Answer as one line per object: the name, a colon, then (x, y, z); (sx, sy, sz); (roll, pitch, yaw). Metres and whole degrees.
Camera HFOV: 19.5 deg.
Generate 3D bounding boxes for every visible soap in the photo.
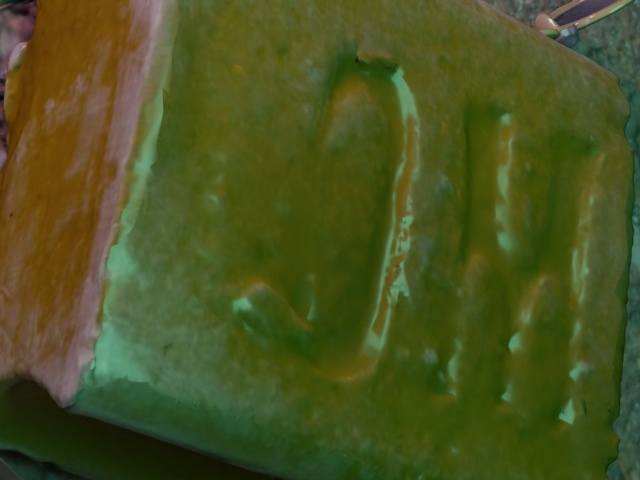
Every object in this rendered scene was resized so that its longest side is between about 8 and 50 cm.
soap: (0.000, 0.000, 0.952); (0.335, 0.156, 0.293); (24, 67, -33)

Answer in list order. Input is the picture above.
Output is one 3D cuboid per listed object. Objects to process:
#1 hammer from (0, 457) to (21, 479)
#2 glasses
hammer: (-0.265, 0.094, 0.698); (0.335, 0.206, 0.119); (19, 82, -17)
glasses: (0.089, -0.204, 1.167); (0.189, 0.088, 0.220); (-25, 75, -42)
